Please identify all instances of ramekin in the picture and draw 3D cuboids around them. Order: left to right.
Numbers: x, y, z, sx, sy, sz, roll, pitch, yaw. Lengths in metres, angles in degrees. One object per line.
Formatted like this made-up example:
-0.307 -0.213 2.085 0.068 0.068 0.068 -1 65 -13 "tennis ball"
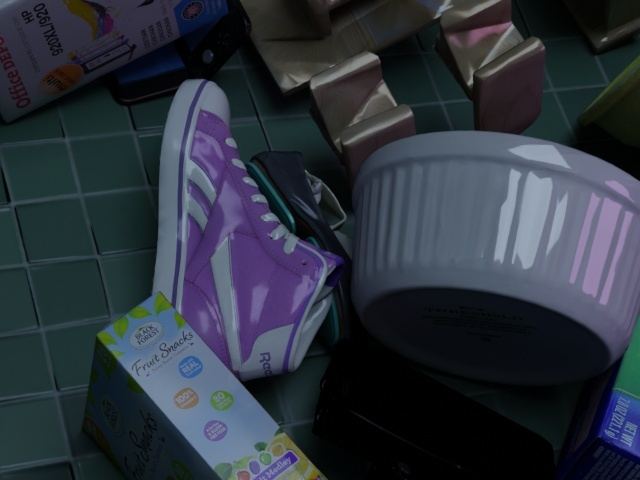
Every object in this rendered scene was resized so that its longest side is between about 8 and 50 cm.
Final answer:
0.148 0.026 1.459 0.273 0.273 0.127 15 68 -6 "ramekin"

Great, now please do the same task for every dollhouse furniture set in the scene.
0.118 -0.253 1.697 0.394 0.256 0.362 -27 66 -6 "dollhouse furniture set"

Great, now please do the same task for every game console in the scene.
-0.152 -0.216 1.635 0.085 0.124 0.144 0 54 -48 "game console"
0.091 0.208 1.345 0.213 0.044 0.361 28 23 -8 "game console"

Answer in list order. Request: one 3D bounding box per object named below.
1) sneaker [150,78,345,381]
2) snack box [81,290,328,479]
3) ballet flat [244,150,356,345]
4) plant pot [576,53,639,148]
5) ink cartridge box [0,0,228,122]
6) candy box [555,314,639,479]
-0.057 -0.010 1.494 0.161 0.102 0.282 -2 67 6 "sneaker"
-0.092 0.166 1.341 0.070 0.174 0.207 -34 71 -26 "snack box"
0.000 0.000 1.545 0.074 0.074 0.203 -16 61 -24 "ballet flat"
0.430 -0.122 1.654 0.254 0.276 0.276 46 57 1 "plant pot"
-0.229 -0.252 1.543 0.233 0.171 0.168 -28 66 -8 "ink cartridge box"
0.396 0.162 1.518 0.317 0.122 0.268 26 54 0 "candy box"
